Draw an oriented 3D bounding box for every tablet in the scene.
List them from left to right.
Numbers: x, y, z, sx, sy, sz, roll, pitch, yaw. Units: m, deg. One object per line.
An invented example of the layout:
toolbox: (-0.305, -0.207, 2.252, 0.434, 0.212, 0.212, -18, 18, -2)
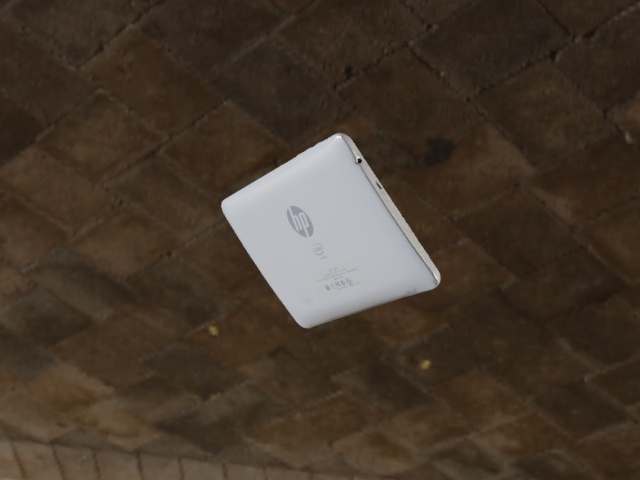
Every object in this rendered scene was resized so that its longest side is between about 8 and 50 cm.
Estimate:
tablet: (0.000, 0.000, 0.360, 0.054, 0.006, 0.083, 56, 147, -6)
